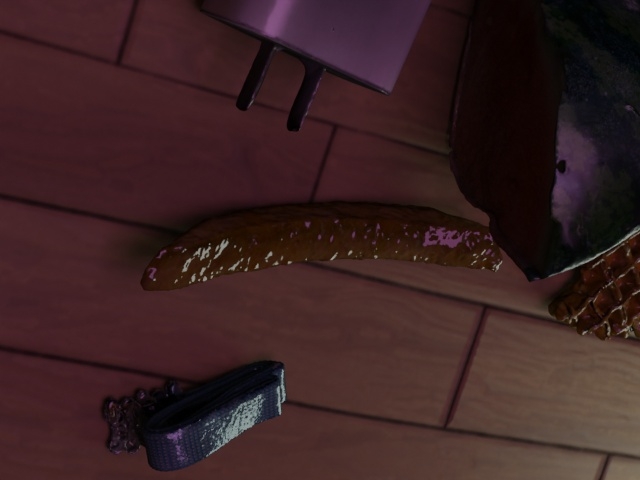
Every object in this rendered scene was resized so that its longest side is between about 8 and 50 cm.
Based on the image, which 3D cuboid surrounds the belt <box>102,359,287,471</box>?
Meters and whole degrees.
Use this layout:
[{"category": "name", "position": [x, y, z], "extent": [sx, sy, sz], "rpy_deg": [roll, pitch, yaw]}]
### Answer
[{"category": "belt", "position": [-0.113, 0.166, 1.627], "extent": [0.179, 0.100, 0.065], "rpy_deg": [-22, 116, -40]}]

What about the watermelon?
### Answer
[{"category": "watermelon", "position": [0.239, -0.172, 1.604], "extent": [0.319, 0.292, 0.222], "rpy_deg": [-32, 124, -8]}]

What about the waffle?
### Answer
[{"category": "waffle", "position": [0.334, -0.003, 1.841], "extent": [0.229, 0.051, 0.231], "rpy_deg": [16, 96, -33]}]

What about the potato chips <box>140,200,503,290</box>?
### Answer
[{"category": "potato chips", "position": [0.000, 0.000, 1.630], "extent": [0.407, 0.080, 0.057], "rpy_deg": [-3, 123, -32]}]

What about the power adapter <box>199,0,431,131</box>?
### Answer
[{"category": "power adapter", "position": [0.001, -0.227, 1.529], "extent": [0.187, 0.124, 0.255], "rpy_deg": [21, 95, -32]}]
